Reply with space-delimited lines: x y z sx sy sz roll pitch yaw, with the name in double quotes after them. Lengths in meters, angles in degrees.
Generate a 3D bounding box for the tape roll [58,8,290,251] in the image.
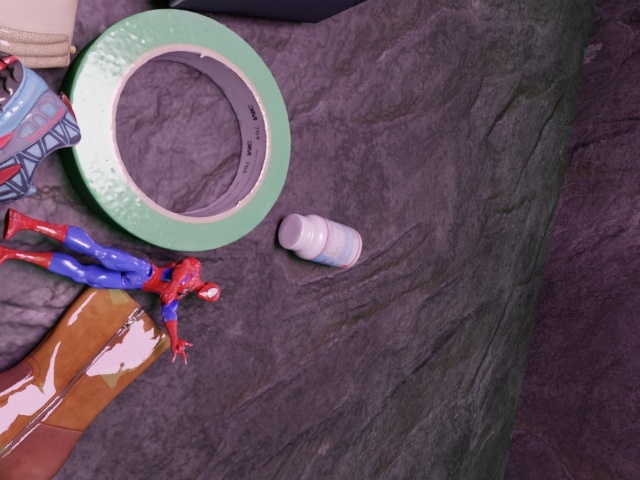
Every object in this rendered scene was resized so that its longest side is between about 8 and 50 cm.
-0.189 -0.147 0.594 0.321 0.077 0.321 -9 103 -42 "tape roll"

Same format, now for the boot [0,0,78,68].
-0.286 -0.309 0.446 0.095 0.262 0.203 18 125 -19 "boot"

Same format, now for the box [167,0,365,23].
-0.063 -0.521 0.513 0.293 0.212 0.395 -24 108 -45 "box"

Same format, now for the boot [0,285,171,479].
-0.352 0.144 0.485 0.264 0.096 0.280 51 56 -22 "boot"

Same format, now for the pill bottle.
0.000 0.000 0.792 0.160 0.087 0.087 17 86 -43 "pill bottle"

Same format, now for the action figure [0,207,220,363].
-0.237 0.066 0.513 0.280 0.139 0.091 20 120 -45 "action figure"

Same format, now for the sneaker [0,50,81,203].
-0.353 -0.056 0.412 0.262 0.104 0.125 -40 160 0 "sneaker"
